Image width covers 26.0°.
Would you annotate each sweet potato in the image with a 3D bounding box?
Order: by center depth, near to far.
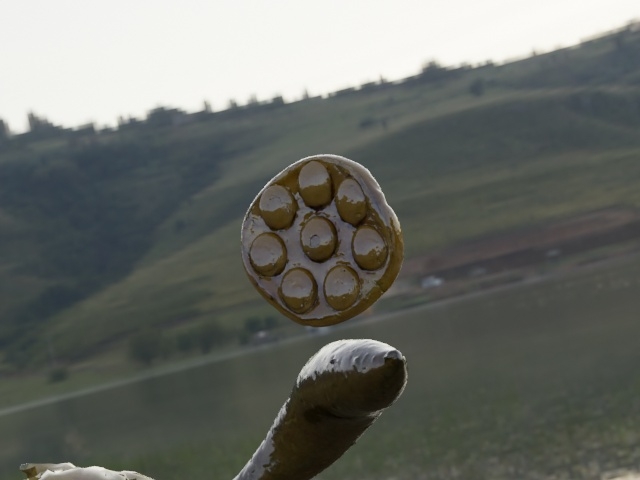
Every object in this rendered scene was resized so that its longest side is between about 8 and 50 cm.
[{"bbox_3d":[-0.006,0.155,1.201,0.108,0.079,0.346,-36,-11,-46],"label":"sweet potato"}]

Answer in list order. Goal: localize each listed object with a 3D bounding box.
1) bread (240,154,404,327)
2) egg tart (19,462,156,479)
[{"bbox_3d":[0.000,0.000,0.867,0.110,0.110,0.024,-15,-15,20],"label":"bread"},{"bbox_3d":[-0.128,0.224,0.553,0.290,0.291,0.107,-10,38,-45],"label":"egg tart"}]
